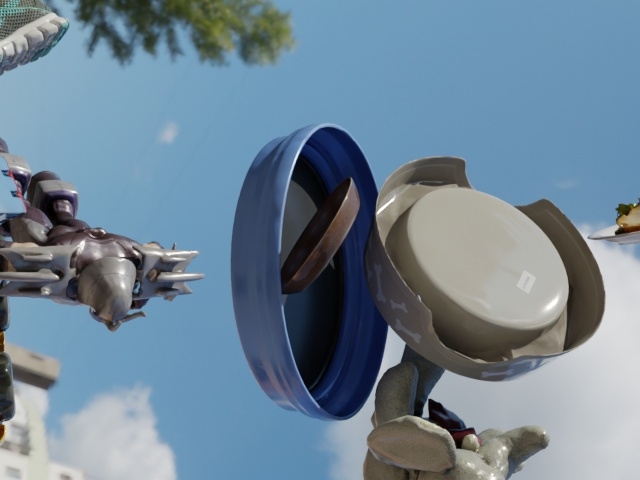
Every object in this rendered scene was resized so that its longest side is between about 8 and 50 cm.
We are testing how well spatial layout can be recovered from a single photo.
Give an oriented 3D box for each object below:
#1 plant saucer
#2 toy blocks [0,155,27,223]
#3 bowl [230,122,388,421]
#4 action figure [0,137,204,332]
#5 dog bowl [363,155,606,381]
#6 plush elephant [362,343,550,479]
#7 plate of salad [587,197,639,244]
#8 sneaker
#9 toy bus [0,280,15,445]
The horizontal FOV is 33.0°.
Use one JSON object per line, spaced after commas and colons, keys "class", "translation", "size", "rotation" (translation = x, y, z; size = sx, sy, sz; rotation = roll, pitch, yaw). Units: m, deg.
{"class": "plant saucer", "translation": [0.000, 0.000, 1.306], "size": [0.168, 0.029, 0.168], "rotation": [-56, -171, 13]}
{"class": "toy blocks", "translation": [-0.386, -0.003, 0.731], "size": [0.381, 0.191, 0.261], "rotation": [-24, 177, 9]}
{"class": "bowl", "translation": [-0.005, 0.042, 1.430], "size": [0.077, 0.391, 0.391], "rotation": [-3, -118, 23]}
{"class": "action figure", "translation": [-0.210, 0.008, 0.888], "size": [0.285, 0.185, 0.099], "rotation": [36, -72, 52]}
{"class": "dog bowl", "translation": [0.217, 0.043, 1.495], "size": [0.102, 0.348, 0.349], "rotation": [120, -24, -44]}
{"class": "plush elephant", "translation": [0.174, 0.296, 1.393], "size": [0.330, 0.272, 0.255], "rotation": [-39, -162, -28]}
{"class": "plate of salad", "translation": [0.382, -0.035, 1.149], "size": [0.200, 0.200, 0.048], "rotation": [-13, -88, 57]}
{"class": "sneaker", "translation": [-0.313, -0.189, 0.993], "size": [0.065, 0.076, 0.166], "rotation": [-41, 180, 42]}
{"class": "toy bus", "translation": [-0.376, 0.123, 1.052], "size": [0.211, 0.149, 0.220], "rotation": [119, -38, -62]}
